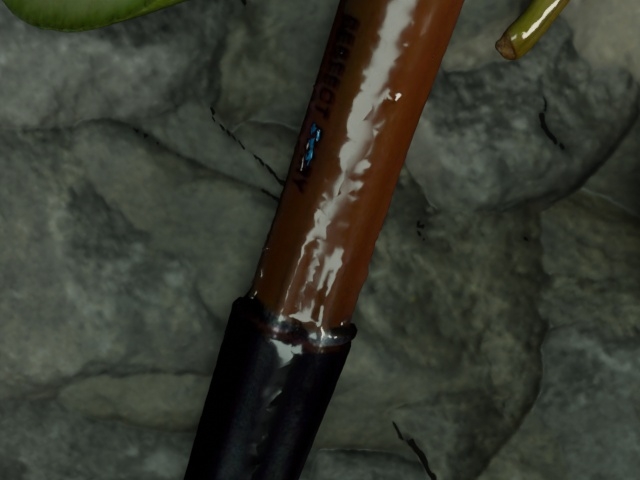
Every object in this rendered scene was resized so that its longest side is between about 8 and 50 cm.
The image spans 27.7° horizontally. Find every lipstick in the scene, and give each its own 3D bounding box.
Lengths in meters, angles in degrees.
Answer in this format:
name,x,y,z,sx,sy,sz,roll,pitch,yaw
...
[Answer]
name,x,y,z,sx,sy,sz,roll,pitch,yaw
lipstick,0.000,0.000,0.763,0.077,0.077,0.419,17,106,-4

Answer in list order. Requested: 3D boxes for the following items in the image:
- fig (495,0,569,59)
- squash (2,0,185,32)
name,x,y,z,sx,sy,sz,roll,pitch,yaw
fig,0.170,-0.200,0.672,0.175,0.207,0.175,2,72,-7
squash,-0.072,-0.213,0.637,0.260,0.189,0.189,-15,107,5
